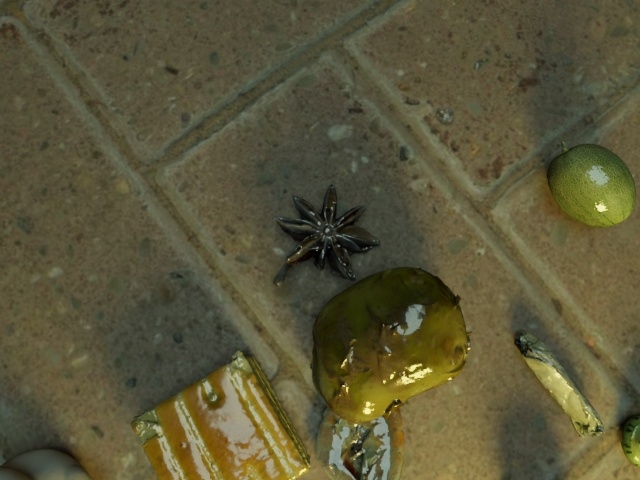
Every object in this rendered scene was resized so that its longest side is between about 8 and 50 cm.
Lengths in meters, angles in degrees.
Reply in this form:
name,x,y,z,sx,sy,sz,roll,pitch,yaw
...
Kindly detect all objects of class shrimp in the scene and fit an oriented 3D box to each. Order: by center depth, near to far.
name,x,y,z,sx,sy,sz,roll,pitch,yaw
shrimp,0.072,0.427,0.861,0.165,0.062,0.316,1,76,3

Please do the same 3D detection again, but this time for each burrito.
name,x,y,z,sx,sy,sz,roll,pitch,yaw
burrito,0.457,0.274,0.893,0.058,0.063,0.229,-35,83,22

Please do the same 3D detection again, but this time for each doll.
name,x,y,z,sx,sy,sz,roll,pitch,yaw
doll,-0.498,0.464,0.767,0.221,0.221,0.250,-31,82,-6

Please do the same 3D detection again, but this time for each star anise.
name,x,y,z,sx,sy,sz,roll,pitch,yaw
star anise,-0.001,0.000,0.917,0.232,0.089,0.209,-20,69,-10

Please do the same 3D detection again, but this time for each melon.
name,x,y,z,sx,sy,sz,roll,pitch,yaw
melon,0.530,-0.115,0.922,0.139,0.139,0.192,-34,87,-6

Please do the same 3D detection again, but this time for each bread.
name,x,y,z,sx,sy,sz,roll,pitch,yaw
bread,-0.179,0.358,0.840,0.240,0.111,0.245,-29,82,-7

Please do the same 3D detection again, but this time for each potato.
name,x,y,z,sx,sy,sz,roll,pitch,yaw
potato,0.114,0.171,0.822,0.300,0.196,0.246,-35,72,-11

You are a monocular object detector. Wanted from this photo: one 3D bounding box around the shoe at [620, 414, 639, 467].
name,x,y,z,sx,sy,sz,roll,pitch,yaw
shoe,0.701,0.396,0.856,0.263,0.128,0.139,6,94,3
